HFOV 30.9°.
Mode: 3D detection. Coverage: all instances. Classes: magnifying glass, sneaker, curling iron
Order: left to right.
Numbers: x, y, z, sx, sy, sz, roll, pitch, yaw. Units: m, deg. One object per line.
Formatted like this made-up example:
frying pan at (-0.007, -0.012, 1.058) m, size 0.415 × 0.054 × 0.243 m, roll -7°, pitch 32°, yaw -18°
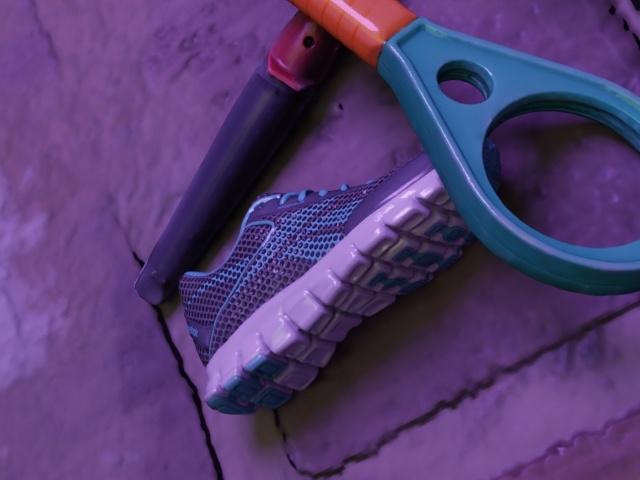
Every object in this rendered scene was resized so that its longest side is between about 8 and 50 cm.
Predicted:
curling iron at (-0.001, -0.076, 0.521) m, size 0.274 × 0.035 × 0.068 m, roll -48°, pitch 64°, yaw 13°
sneaker at (0.000, 0.000, 0.497) m, size 0.166 × 0.065 × 0.076 m, roll -40°, pitch 60°, yaw 13°
magnifying glass at (0.049, -0.065, 0.459) m, size 0.231 × 0.026 × 0.092 m, roll 39°, pitch 60°, yaw 18°
